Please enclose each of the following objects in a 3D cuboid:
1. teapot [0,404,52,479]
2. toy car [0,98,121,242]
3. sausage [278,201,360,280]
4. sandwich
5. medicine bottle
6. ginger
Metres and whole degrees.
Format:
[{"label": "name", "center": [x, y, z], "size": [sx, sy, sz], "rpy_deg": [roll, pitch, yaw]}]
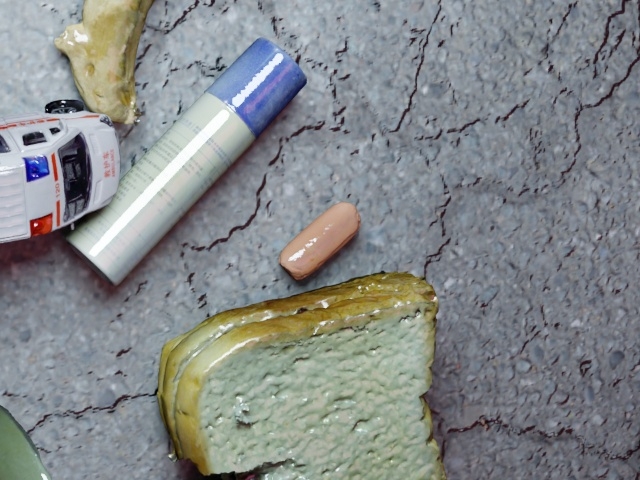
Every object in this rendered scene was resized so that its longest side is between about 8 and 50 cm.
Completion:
[{"label": "teapot", "center": [-0.361, 0.260, 1.460], "size": [0.337, 0.200, 0.270], "rpy_deg": [-26, 92, -19]}, {"label": "toy car", "center": [-0.241, -0.044, 1.460], "size": [0.210, 0.108, 0.089], "rpy_deg": [-10, 111, -22]}, {"label": "sausage", "center": [0.000, 0.000, 1.670], "size": [0.083, 0.034, 0.034], "rpy_deg": [-42, 122, -14]}, {"label": "sandwich", "center": [-0.011, 0.176, 1.675], "size": [0.249, 0.095, 0.273], "rpy_deg": [-14, 111, -18]}, {"label": "medicine bottle", "center": [-0.107, -0.065, 1.570], "size": [0.231, 0.059, 0.059], "rpy_deg": [-47, 123, -10]}, {"label": "ginger", "center": [-0.118, -0.250, 1.491], "size": [0.148, 0.081, 0.333], "rpy_deg": [12, 111, -48]}]
